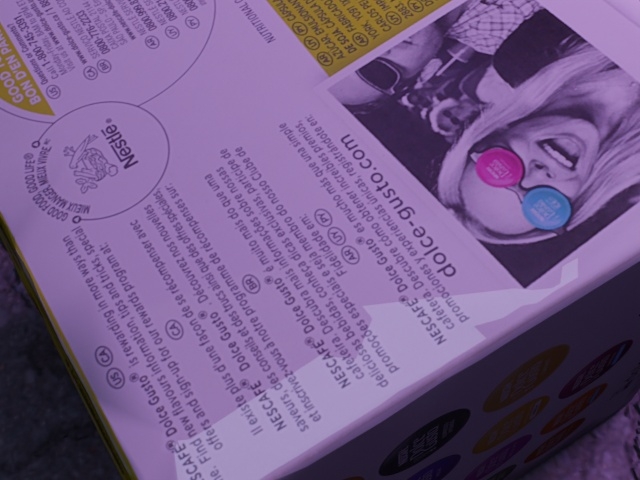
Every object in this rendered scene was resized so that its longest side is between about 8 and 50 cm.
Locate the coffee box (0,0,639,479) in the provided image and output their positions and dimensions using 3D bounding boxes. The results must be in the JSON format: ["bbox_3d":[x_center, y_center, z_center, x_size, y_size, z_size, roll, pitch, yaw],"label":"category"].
[{"bbox_3d":[0.000,0.000,0.598,0.334,0.338,0.338,-29,63,-13],"label":"coffee box"}]
